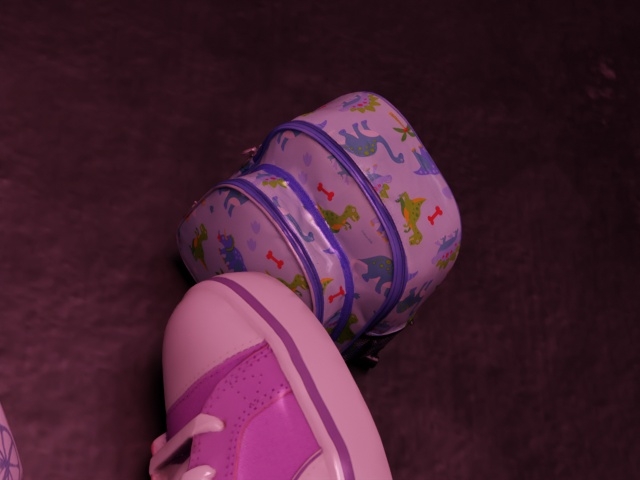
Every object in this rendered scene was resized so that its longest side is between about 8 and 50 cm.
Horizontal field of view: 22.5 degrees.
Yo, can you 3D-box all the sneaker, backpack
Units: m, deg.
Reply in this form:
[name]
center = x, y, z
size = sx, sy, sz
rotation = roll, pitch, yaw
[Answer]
[sneaker]
center = -0.054, 0.137, 0.582
size = 0.161, 0.102, 0.282
rotation = 1, 59, -27
[backpack]
center = 0.000, 0.000, 0.696
size = 0.084, 0.114, 0.105
rotation = -25, 75, -40

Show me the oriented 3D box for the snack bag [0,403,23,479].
[snack bag]
center = -0.178, -0.011, 0.436
size = 0.323, 0.037, 0.343
rotation = -81, 154, -74
